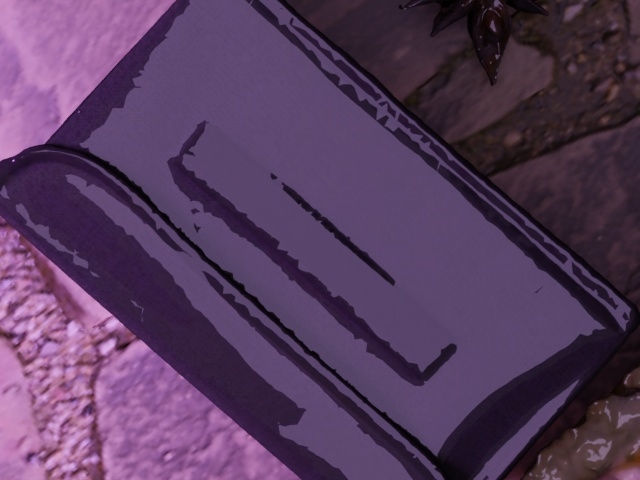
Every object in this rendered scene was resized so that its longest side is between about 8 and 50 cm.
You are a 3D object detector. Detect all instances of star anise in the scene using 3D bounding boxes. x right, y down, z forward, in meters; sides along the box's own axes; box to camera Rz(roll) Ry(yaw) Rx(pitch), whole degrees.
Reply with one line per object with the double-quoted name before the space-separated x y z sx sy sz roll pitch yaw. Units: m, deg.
"star anise" 0.110 -0.171 1.122 0.124 0.056 0.129 -14 97 -16

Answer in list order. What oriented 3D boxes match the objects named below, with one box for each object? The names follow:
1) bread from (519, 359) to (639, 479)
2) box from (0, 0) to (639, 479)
"bread" 0.232 0.221 1.038 0.316 0.270 0.211 -38 64 -14
"box" -0.001 0.001 1.045 0.345 0.251 0.204 41 95 -2
